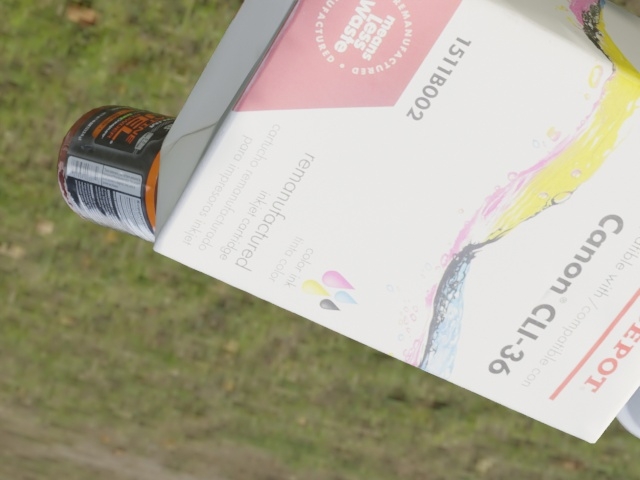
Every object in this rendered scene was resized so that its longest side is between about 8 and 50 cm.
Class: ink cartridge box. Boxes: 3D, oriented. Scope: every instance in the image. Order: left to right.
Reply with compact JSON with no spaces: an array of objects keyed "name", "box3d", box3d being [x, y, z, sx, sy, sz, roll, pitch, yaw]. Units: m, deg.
[{"name":"ink cartridge box","box3d":[0.062,-0.016,0.479,0.198,0.067,0.115,24,117,-18]}]

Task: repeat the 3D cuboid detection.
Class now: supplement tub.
[{"name":"supplement tub","box3d":[-0.118,-0.047,1.257,0.198,0.106,0.106,16,165,45]}]

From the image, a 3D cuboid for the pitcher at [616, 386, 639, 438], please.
[{"name":"pitcher","box3d":[0.293,0.064,1.144,0.177,0.125,0.207,52,140,-6]}]
